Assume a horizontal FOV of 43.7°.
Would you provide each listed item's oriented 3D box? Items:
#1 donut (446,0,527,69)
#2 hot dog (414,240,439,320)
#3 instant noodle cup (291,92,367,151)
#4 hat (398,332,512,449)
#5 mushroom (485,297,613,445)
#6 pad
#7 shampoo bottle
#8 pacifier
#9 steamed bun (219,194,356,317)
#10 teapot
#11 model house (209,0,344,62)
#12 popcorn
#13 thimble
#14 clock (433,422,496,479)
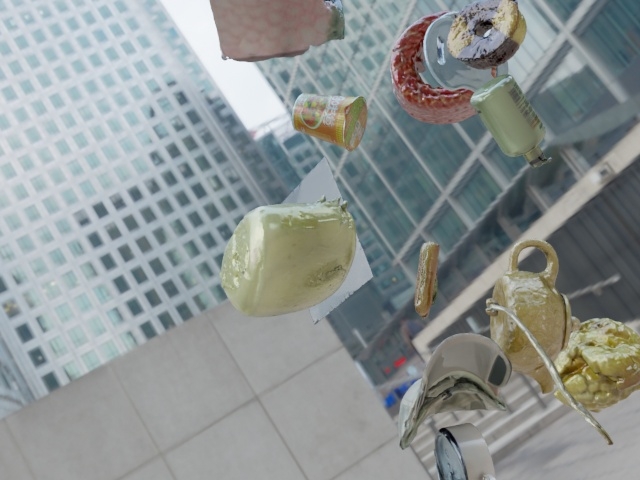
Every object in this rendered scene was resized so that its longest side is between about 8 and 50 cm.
[{"bbox_3d":[0.288,-0.354,1.361,0.140,0.140,0.059,-40,-45,22],"label":"donut"},{"bbox_3d":[0.313,0.119,2.343,0.062,0.235,0.092,6,8,1],"label":"hot dog"},{"bbox_3d":[0.021,-0.359,2.339,0.168,0.185,0.168,-48,-35,-49],"label":"instant noodle cup"},{"bbox_3d":[0.221,0.256,1.452,0.220,0.225,0.164,-14,21,-18],"label":"hat"},{"bbox_3d":[0.334,0.183,1.175,0.026,0.286,0.028,-17,-42,-25],"label":"mushroom"},{"bbox_3d":[0.000,0.000,2.073,0.007,0.367,0.247,6,-37,-42],"label":"pad"},{"bbox_3d":[0.320,-0.189,1.314,0.079,0.162,0.079,-34,14,10],"label":"shampoo bottle"},{"bbox_3d":[0.415,-0.503,2.090,0.287,0.238,0.226,11,-10,-31],"label":"pacifier"},{"bbox_3d":[-0.051,0.045,1.465,0.232,0.166,0.273,2,-31,-26],"label":"steamed bun"},{"bbox_3d":[0.439,0.151,1.606,0.167,0.311,0.203,3,-6,1],"label":"teapot"},{"bbox_3d":[-0.080,-0.438,1.201,0.202,0.237,0.237,-7,-44,5],"label":"model house"},{"bbox_3d":[0.710,0.322,2.042,0.265,0.225,0.332,-27,-7,6],"label":"popcorn"},{"bbox_3d":[0.391,-0.544,2.523,0.350,0.350,0.230,-34,-12,0],"label":"thimble"},{"bbox_3d":[0.254,0.409,1.429,0.063,0.155,0.229,-7,11,-12],"label":"clock"}]
